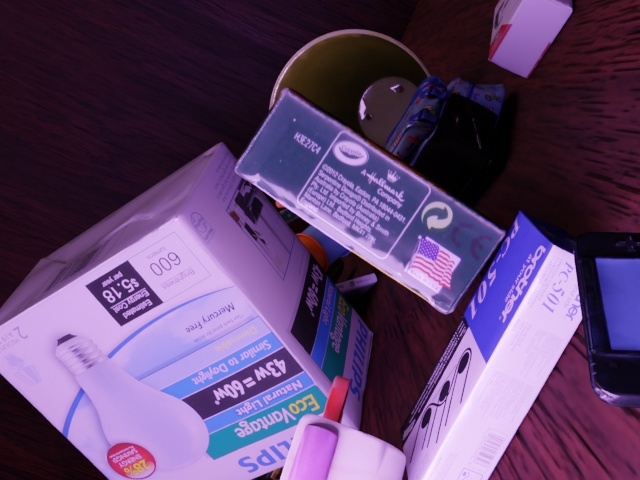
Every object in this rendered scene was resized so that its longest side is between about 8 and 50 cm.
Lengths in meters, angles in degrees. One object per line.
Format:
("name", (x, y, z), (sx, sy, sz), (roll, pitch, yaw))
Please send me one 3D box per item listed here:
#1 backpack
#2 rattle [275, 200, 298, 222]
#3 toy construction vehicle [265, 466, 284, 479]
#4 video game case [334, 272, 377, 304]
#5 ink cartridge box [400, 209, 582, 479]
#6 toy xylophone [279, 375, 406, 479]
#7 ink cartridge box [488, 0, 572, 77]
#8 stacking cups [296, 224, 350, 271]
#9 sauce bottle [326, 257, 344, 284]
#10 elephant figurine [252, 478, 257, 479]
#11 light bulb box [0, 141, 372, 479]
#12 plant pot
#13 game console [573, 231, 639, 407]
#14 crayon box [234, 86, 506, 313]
("backpack", (0.150, -0.125, 0.971), (0.158, 0.117, 0.173), (-58, 6, 51))
("rattle", (0.017, -0.077, 1.635), (0.143, 0.199, 0.130), (127, 167, -68))
("toy construction vehicle", (-0.070, 0.380, 1.332), (0.086, 0.035, 0.098), (-111, 46, -83))
("video game case", (0.008, 0.102, 1.362), (0.157, 0.143, 0.019), (125, 128, -66))
("ink cartridge box", (0.126, 0.088, 0.588), (0.097, 0.046, 0.207), (-88, 23, -74))
("toy xylophone", (-0.003, 0.264, 0.634), (0.323, 0.081, 0.236), (97, -170, -55))
("ink cartridge box", (0.248, -0.273, 0.954), (0.135, 0.056, 0.099), (-72, 7, -48))
("stacking cups", (0.000, 0.000, 1.344), (0.316, 0.096, 0.096), (-37, -15, -39))
("sauce bottle", (-0.035, 0.176, 1.539), (0.111, 0.111, 0.344), (122, 173, -56))
("elephant figurine", (-0.192, 0.436, 1.173), (0.239, 0.186, 0.169), (-20, -16, -37))
("light bulb box", (-0.176, 0.131, 1.072), (0.358, 0.361, 0.225), (-30, 21, 23))
("plant pot", (0.090, -0.211, 1.365), (0.275, 0.274, 0.293), (-64, -9, 18))
("game console", (0.172, 0.009, 0.354), (0.122, 0.107, 0.071), (-72, -21, -54))
("crayon box", (0.057, -0.037, 0.752), (0.081, 0.202, 0.318), (-57, -5, 6))
